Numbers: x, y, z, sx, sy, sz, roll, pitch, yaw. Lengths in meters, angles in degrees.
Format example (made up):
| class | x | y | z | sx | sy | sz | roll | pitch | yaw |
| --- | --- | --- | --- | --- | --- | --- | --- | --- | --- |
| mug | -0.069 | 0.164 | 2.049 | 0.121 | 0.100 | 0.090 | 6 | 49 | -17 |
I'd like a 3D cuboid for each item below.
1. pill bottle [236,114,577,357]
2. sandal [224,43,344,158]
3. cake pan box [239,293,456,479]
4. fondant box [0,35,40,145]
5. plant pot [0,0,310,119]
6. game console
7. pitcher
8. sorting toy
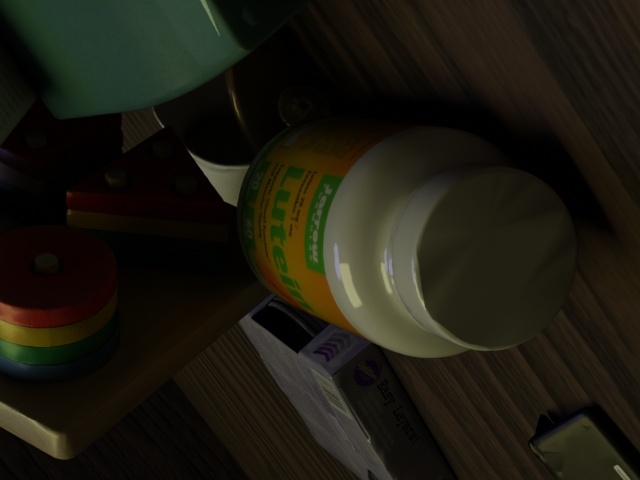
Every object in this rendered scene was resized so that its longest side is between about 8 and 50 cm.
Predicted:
| class | x | y | z | sx | sy | sz | roll | pitch | yaw |
| --- | --- | --- | --- | --- | --- | --- | --- | --- | --- |
| pill bottle | 0.049 | -0.004 | 0.916 | 0.136 | 0.136 | 0.245 | 55 | 166 | -19 |
| sandal | 0.021 | -0.045 | 1.080 | 0.079 | 0.088 | 0.240 | -9 | 117 | 35 |
| cake pan box | 0.022 | 0.167 | 1.633 | 0.246 | 0.070 | 0.267 | 28 | 154 | 55 |
| fondant box | -0.258 | -0.220 | 1.023 | 0.238 | 0.096 | 0.330 | 57 | -151 | -24 |
| plant pot | -0.095 | -0.180 | 0.883 | 0.234 | 0.166 | 0.165 | 11 | 139 | 57 |
| game console | 0.218 | 0.173 | 1.110 | 0.122 | 0.071 | 0.107 | 50 | 137 | 2 |
| pitcher | -0.060 | -0.035 | 1.278 | 0.177 | 0.125 | 0.207 | 31 | 150 | 15 |
| sorting toy | -0.184 | -0.006 | 1.025 | 0.255 | 0.257 | 0.089 | 25 | 131 | 25 |
